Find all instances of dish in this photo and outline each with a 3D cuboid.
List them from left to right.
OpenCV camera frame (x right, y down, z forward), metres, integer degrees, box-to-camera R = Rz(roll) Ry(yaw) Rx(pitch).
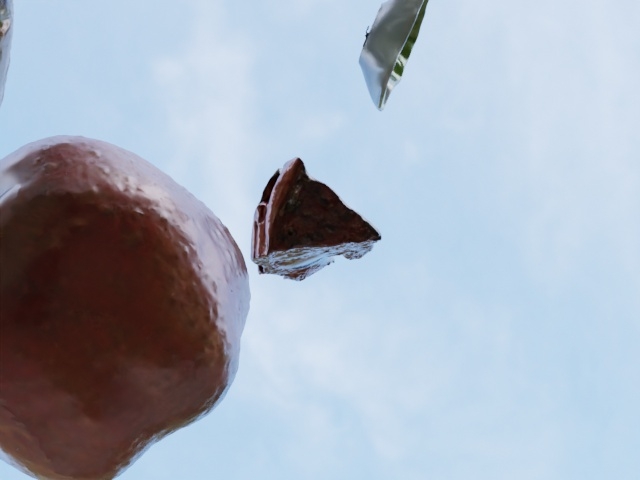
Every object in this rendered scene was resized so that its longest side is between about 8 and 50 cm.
[{"bbox_3d":[0.058,-0.173,1.531,0.039,0.137,0.091,21,-38,6],"label":"dish"}]

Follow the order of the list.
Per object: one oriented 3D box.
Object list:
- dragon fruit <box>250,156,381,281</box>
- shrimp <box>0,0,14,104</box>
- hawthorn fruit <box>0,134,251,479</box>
[{"bbox_3d":[-0.006,-0.019,1.688,0.122,0.092,0.192,-11,-13,2],"label":"dragon fruit"},{"bbox_3d":[-0.198,-0.169,0.963,0.061,0.267,0.145,4,-36,-14],"label":"shrimp"},{"bbox_3d":[-0.227,0.037,1.458,0.287,0.287,0.330,-32,-61,16],"label":"hawthorn fruit"}]
